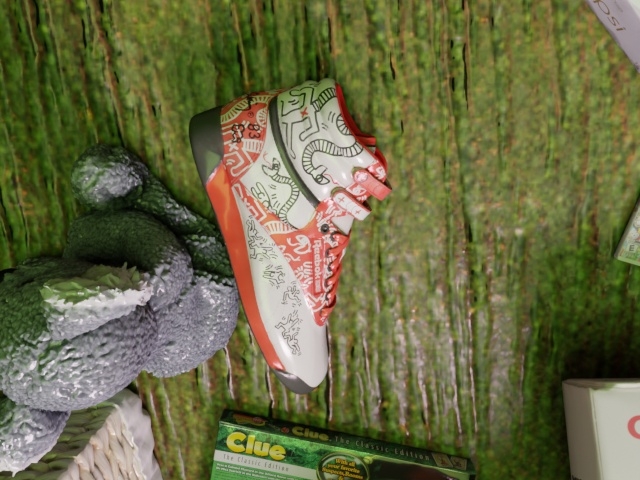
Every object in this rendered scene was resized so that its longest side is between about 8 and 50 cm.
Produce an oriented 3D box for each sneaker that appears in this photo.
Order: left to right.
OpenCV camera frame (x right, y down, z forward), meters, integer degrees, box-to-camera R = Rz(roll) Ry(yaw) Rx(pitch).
[{"bbox_3d":[0.000,0.000,0.521,0.145,0.090,0.269,-16,101,11],"label":"sneaker"}]

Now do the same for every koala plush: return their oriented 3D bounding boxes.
[{"bbox_3d":[-0.173,0.057,0.480,0.203,0.221,0.196,35,104,-6],"label":"koala plush"}]

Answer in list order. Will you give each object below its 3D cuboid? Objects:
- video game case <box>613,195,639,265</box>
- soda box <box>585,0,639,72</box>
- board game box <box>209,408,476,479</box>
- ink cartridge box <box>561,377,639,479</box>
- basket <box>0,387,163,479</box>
[{"bbox_3d":[0.324,-0.028,0.533,0.087,0.011,0.121,16,106,-1],"label":"video game case"},{"bbox_3d":[0.219,-0.230,0.451,0.069,0.074,0.216,-41,99,13],"label":"soda box"},{"bbox_3d":[0.015,0.263,0.625,0.260,0.030,0.136,12,108,0],"label":"board game box"},{"bbox_3d":[0.334,0.265,0.488,0.226,0.131,0.305,-3,78,8],"label":"ink cartridge box"},{"bbox_3d":[-0.324,0.347,0.550,0.329,0.266,0.331,-9,103,7],"label":"basket"}]
